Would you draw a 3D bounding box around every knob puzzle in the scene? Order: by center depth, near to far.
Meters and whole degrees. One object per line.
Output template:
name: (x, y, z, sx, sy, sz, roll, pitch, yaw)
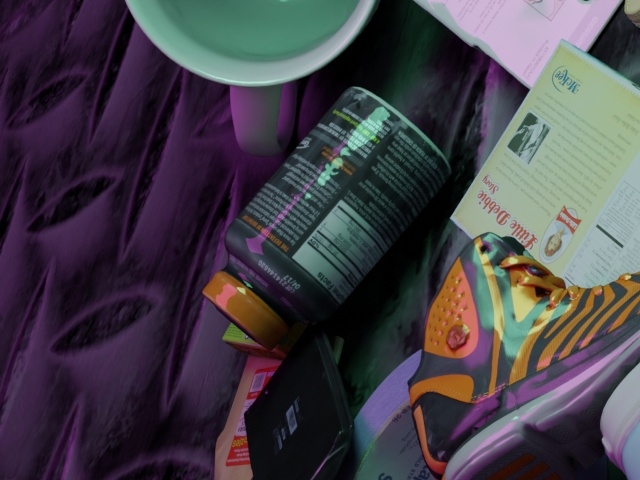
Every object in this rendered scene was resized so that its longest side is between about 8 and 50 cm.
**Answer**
knob puzzle: (-0.044, 0.194, 1.913, 0.213, 0.030, 0.213, -43, 32, 35)

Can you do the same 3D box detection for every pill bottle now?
pill bottle: (-0.001, -0.015, 1.854, 0.245, 0.130, 0.130, -49, 25, -5)

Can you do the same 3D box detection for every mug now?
mug: (-0.057, -0.275, 2.135, 0.328, 0.276, 0.374, -68, -21, -76)

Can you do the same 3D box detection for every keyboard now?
keyboard: (-0.037, 0.196, 1.751, 0.201, 0.033, 0.317, -54, 12, 9)

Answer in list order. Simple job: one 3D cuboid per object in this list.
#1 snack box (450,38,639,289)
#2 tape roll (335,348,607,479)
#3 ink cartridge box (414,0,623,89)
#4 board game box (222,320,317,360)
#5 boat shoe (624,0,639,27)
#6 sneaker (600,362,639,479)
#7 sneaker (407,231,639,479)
snack box: (0.226, -0.031, 1.581, 0.187, 0.060, 0.322, -58, 26, 10)
tape roll: (0.101, 0.216, 1.549, 0.275, 0.090, 0.275, -43, 33, 36)
ink cartridge box: (0.228, -0.287, 1.831, 0.239, 0.060, 0.275, 44, 107, 38)
board game box: (0.000, 0.000, 1.981, 0.259, 0.039, 0.124, -62, 25, -12)
boat shoe: (0.285, -0.267, 1.689, 0.063, 0.059, 0.170, 4, 76, 61)
sneaker: (0.336, 0.066, 1.223, 0.366, 0.135, 0.150, -52, 41, 27)
sneaker: (0.192, 0.044, 1.387, 0.321, 0.124, 0.180, -31, 49, 10)
